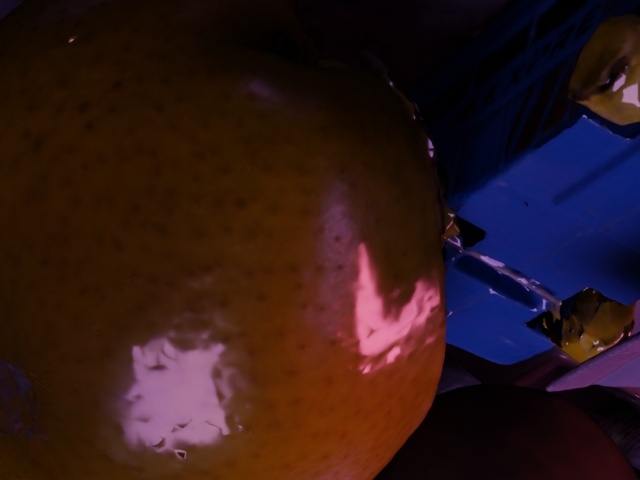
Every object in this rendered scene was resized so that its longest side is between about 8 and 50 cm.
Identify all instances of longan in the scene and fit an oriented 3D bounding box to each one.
[{"bbox_3d":[0.110,0.214,1.198,0.246,0.246,0.215,19,177,-7],"label":"longan"}]

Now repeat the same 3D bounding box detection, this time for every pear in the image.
[{"bbox_3d":[-0.118,0.034,1.007,0.340,0.191,0.386,42,136,17],"label":"pear"}]

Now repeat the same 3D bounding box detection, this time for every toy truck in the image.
[{"bbox_3d":[0.165,-0.061,0.972,0.161,0.162,0.385,28,145,-18],"label":"toy truck"}]

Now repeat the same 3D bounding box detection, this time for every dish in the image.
[{"bbox_3d":[0.207,0.098,1.259,0.243,0.080,0.182,26,144,-19],"label":"dish"}]

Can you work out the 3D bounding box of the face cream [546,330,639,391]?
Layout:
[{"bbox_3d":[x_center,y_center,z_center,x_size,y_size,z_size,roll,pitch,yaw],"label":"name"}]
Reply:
[{"bbox_3d":[0.352,0.045,0.966,0.420,0.137,0.235,2,160,-33],"label":"face cream"}]
